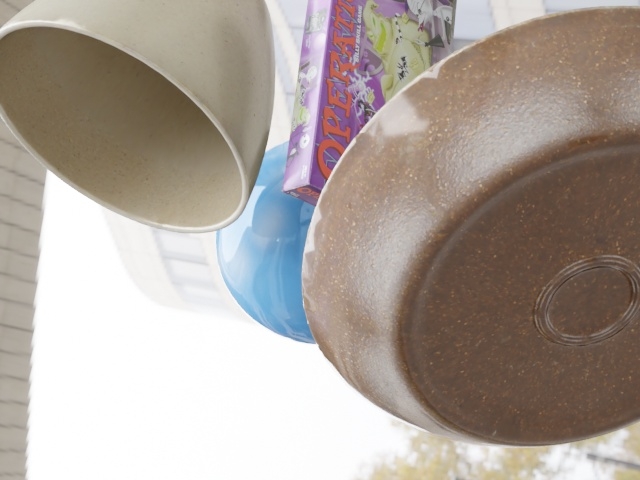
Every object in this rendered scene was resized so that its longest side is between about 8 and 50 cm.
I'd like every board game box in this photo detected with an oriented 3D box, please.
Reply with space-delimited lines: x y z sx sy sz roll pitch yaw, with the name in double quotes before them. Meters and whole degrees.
"board game box" 0.064 -0.184 1.247 0.208 0.056 0.347 21 -113 -38

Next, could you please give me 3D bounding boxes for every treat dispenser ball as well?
"treat dispenser ball" 0.000 0.000 1.539 0.288 0.288 0.288 9 -90 -66

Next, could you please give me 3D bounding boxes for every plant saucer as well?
"plant saucer" 0.093 0.013 0.412 0.036 0.198 0.199 -108 5 -52

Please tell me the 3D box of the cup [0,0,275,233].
"cup" -0.183 -0.202 1.303 0.237 0.331 0.331 -63 -30 -31
